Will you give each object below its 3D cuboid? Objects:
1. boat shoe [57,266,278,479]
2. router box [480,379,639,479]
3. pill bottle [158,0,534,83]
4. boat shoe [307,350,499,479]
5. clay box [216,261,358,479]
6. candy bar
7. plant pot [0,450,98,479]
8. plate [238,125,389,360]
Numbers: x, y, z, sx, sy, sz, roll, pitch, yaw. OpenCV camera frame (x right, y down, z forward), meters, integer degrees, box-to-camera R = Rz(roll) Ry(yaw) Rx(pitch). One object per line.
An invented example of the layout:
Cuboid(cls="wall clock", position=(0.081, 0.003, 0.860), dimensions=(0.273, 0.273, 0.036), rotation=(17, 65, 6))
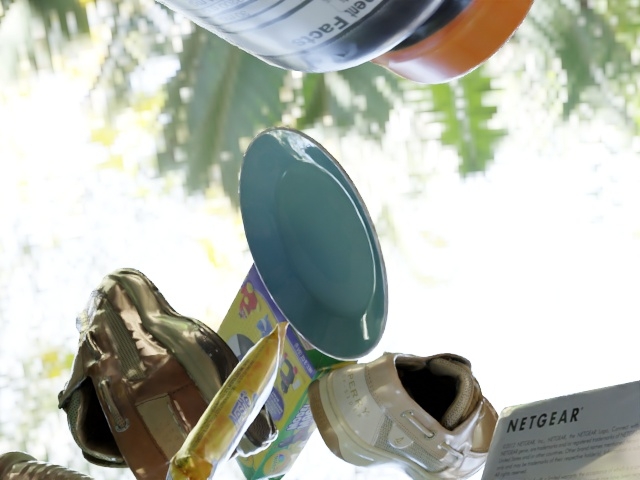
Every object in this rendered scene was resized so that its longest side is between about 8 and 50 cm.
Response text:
Cuboid(cls="boat shoe", position=(-0.143, 0.107, 1.389), dimensions=(0.120, 0.122, 0.324), rotation=(-35, -163, -12))
Cuboid(cls="router box", position=(0.266, 0.140, 0.700), dimensions=(0.335, 0.301, 0.082), rotation=(-21, -135, 57))
Cuboid(cls="pill bottle", position=(-0.028, -0.140, 0.633), dimensions=(0.245, 0.130, 0.130), rotation=(27, -174, -40))
Cuboid(cls="boat shoe", position=(0.103, 0.154, 1.671), dimensions=(0.098, 0.302, 0.109), rotation=(-31, -115, 22))
Cuboid(cls="clay box", position=(-0.051, 0.130, 1.721), dimensions=(0.053, 0.222, 0.127), rotation=(-12, -123, -34))
Cuboid(cls="candy bar", position=(-0.040, 0.079, 0.799), dimensions=(0.018, 0.040, 0.161), rotation=(21, -159, 5))
Cuboid(cls="plant pot", position=(-0.193, 0.275, 1.482), dimensions=(0.109, 0.237, 0.237), rotation=(-17, -152, 11))
Cuboid(cls="plate", position=(0.000, 0.000, 1.399), dimensions=(0.024, 0.188, 0.188), rotation=(-23, -146, -30))
